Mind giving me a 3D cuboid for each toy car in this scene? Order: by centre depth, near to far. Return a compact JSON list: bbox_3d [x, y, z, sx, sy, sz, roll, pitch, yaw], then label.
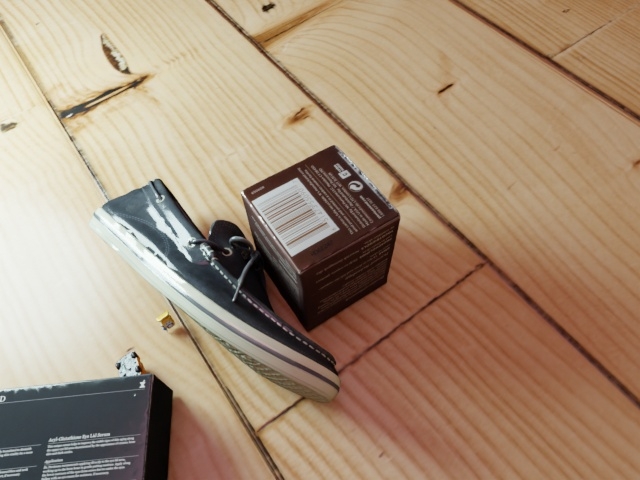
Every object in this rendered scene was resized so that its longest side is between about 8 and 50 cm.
[{"bbox_3d":[-0.259,0.174,0.741,0.060,0.040,0.122,24,62,40],"label":"toy car"}]

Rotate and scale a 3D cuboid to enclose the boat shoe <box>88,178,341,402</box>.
[{"bbox_3d":[-0.155,0.054,0.733,0.500,0.187,0.156,34,71,27],"label":"boat shoe"}]

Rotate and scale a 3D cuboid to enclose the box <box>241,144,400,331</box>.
[{"bbox_3d":[0.000,0.000,0.746,0.167,0.203,0.168,-30,62,-16],"label":"box"}]

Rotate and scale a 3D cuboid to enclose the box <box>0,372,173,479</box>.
[{"bbox_3d":[-0.343,0.291,0.637,0.261,0.103,0.184,-5,61,-1],"label":"box"}]
